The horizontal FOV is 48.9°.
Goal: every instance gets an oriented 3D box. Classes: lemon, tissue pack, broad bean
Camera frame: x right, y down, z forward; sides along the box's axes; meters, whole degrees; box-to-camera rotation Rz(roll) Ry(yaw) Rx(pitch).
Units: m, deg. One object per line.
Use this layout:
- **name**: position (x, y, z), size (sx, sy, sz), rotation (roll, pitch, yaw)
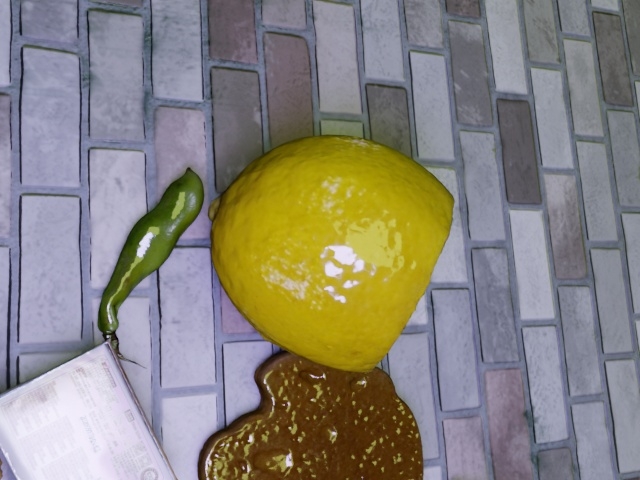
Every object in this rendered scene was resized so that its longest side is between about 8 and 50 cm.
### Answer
- **lemon**: position (0.000, 0.000, 1.054), size (0.364, 0.364, 0.364), rotation (5, 78, -23)
- **tissue pack**: position (-0.328, 0.278, 0.964), size (0.185, 0.124, 0.225), rotation (-26, 91, -26)
- **broad bean**: position (-0.261, 0.028, 1.084), size (0.098, 0.056, 0.318), rotation (24, 76, -24)

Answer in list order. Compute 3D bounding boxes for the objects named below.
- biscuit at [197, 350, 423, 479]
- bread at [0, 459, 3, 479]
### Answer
- **biscuit**: position (-0.007, 0.351, 1.120), size (0.381, 0.074, 0.359), rotation (9, 75, -20)
- **bread**: position (-0.506, 0.284, 0.829), size (0.240, 0.240, 0.139), rotation (-5, 126, -24)
